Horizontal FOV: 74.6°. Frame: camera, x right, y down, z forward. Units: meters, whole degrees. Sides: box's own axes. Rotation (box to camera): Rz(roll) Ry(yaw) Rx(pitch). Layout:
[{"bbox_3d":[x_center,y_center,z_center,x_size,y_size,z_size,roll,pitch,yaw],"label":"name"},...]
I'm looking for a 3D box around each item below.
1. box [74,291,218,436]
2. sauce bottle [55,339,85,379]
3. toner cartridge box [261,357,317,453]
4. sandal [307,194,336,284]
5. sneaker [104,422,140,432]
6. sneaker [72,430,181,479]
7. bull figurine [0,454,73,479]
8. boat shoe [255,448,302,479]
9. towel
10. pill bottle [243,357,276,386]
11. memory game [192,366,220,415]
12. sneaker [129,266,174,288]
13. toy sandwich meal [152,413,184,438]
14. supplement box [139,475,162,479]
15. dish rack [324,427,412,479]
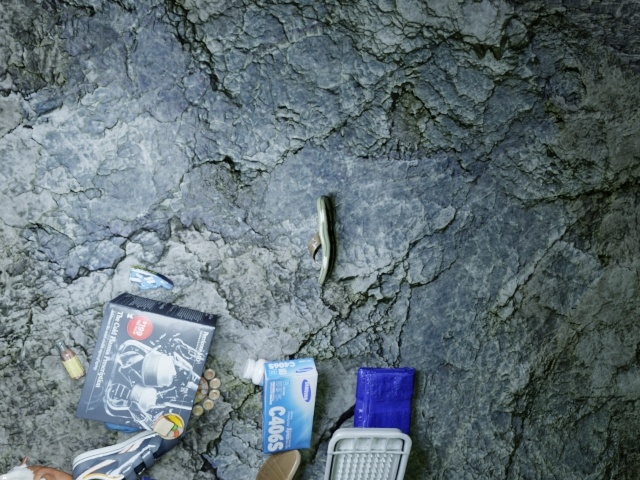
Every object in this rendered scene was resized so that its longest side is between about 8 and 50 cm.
[{"bbox_3d":[-0.515,0.371,1.289,0.312,0.179,0.344,16,90,-12],"label":"box"},{"bbox_3d":[-0.780,0.370,1.305,0.042,0.042,0.128,-26,97,-10],"label":"sauce bottle"},{"bbox_3d":[-0.108,0.553,1.392,0.165,0.075,0.348,-3,118,-14],"label":"toner cartridge box"},{"bbox_3d":[0.000,-0.001,1.436,0.086,0.120,0.303,-2,93,15],"label":"sandal"},{"bbox_3d":[-0.585,0.583,1.362,0.209,0.069,0.082,10,122,-21],"label":"sneaker"},{"bbox_3d":[-0.588,0.692,1.304,0.321,0.127,0.126,-15,132,-19],"label":"sneaker"},{"bbox_3d":[-0.806,0.761,1.267,0.310,0.188,0.101,34,69,-19],"label":"bull figurine"},{"bbox_3d":[-0.161,0.879,1.462,0.123,0.123,0.342,40,78,-42],"label":"boat shoe"},{"bbox_3d":[0.237,0.622,1.541,0.227,0.076,0.309,4,93,-12],"label":"towel"},{"bbox_3d":[-0.177,0.453,1.427,0.160,0.087,0.087,20,89,-14],"label":"pill bottle"},{"bbox_3d":[-0.428,0.502,1.410,0.186,0.012,0.186,-1,94,-12],"label":"memory game"},{"bbox_3d":[-0.540,0.131,1.338,0.144,0.053,0.059,21,88,-5],"label":"sneaker"},{"bbox_3d":[-0.435,0.536,1.206,0.085,0.029,0.086,-1,95,-11],"label":"toy sandwich meal"},{"bbox_3d":[-0.546,0.971,1.308,0.194,0.195,0.357,30,87,-27],"label":"supplement box"},{"bbox_3d":[0.153,0.780,1.470,0.285,0.072,0.333,4,110,-8],"label":"dish rack"}]
